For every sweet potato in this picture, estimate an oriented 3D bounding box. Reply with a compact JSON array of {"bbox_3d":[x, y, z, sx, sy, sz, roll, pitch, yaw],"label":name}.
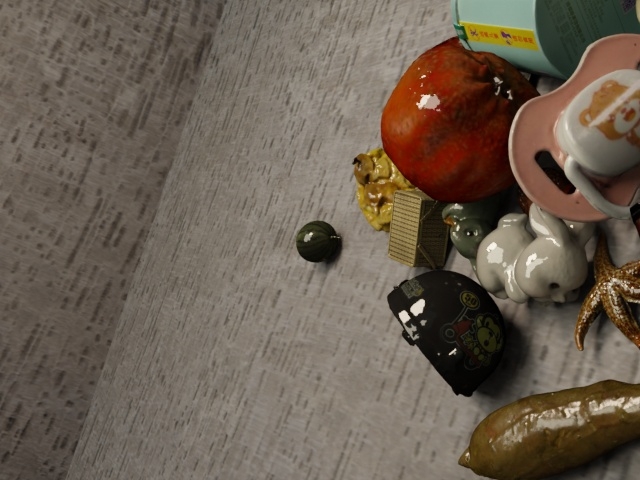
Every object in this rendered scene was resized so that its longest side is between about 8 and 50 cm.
[{"bbox_3d":[0.386,0.285,1.301,0.422,0.130,0.131,-27,48,42],"label":"sweet potato"}]

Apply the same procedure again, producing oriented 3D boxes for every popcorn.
[{"bbox_3d":[0.156,-0.116,1.938,0.194,0.163,0.140,64,158,15],"label":"popcorn"}]

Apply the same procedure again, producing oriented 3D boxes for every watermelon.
[{"bbox_3d":[0.000,0.000,2.149,0.133,0.105,0.105,-17,56,39],"label":"watermelon"}]

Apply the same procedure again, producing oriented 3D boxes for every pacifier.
[{"bbox_3d":[0.460,-0.177,1.389,0.332,0.220,0.273,-42,32,2],"label":"pacifier"}]

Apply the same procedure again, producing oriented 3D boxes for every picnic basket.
[{"bbox_3d":[0.207,-0.026,1.798,0.115,0.079,0.164,-154,67,-62],"label":"picnic basket"}]

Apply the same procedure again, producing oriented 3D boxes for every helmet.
[{"bbox_3d":[0.243,0.145,1.553,0.160,0.230,0.279,-39,13,12],"label":"helmet"}]

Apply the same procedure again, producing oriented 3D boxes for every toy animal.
[{"bbox_3d":[0.367,0.024,1.468,0.193,0.127,0.179,-19,68,57],"label":"toy animal"},{"bbox_3d":[0.298,-0.033,1.670,0.138,0.108,0.236,-37,42,40],"label":"toy animal"}]

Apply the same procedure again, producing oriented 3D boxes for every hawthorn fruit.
[{"bbox_3d":[0.244,-0.190,1.573,0.330,0.287,0.287,131,148,-51],"label":"hawthorn fruit"}]

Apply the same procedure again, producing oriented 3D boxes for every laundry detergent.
[{"bbox_3d":[0.412,-0.445,1.576,0.287,0.287,0.305,-65,30,5],"label":"laundry detergent"}]

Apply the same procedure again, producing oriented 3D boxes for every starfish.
[{"bbox_3d":[0.471,0.073,1.366,0.213,0.057,0.238,-44,37,24],"label":"starfish"}]

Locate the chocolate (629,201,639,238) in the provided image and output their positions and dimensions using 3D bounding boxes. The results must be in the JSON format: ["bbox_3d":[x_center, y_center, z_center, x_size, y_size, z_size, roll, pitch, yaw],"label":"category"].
[{"bbox_3d":[0.527,-0.001,1.256,0.125,0.148,0.080,89,-178,-60],"label":"chocolate"}]

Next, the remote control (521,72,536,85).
[{"bbox_3d":[0.396,-0.265,1.747,0.059,0.028,0.212,12,81,57],"label":"remote control"}]

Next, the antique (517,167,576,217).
[{"bbox_3d":[0.402,-0.082,1.538,0.104,0.104,0.104,-37,41,42],"label":"antique"}]

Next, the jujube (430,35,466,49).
[{"bbox_3d":[0.291,-0.361,1.865,0.168,0.168,0.236,-45,19,35],"label":"jujube"}]

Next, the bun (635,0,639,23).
[{"bbox_3d":[0.623,-0.386,1.355,0.210,0.116,0.237,-47,42,13],"label":"bun"}]
